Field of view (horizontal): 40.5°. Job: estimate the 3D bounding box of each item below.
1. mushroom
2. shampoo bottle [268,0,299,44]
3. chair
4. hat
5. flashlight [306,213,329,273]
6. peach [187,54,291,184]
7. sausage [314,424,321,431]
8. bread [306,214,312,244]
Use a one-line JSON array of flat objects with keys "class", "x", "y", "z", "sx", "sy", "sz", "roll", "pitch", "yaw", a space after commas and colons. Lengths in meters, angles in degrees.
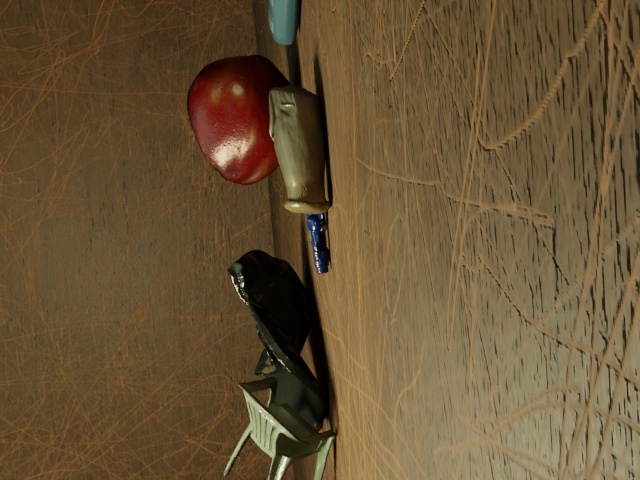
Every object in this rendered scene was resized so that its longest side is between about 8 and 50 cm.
[{"class": "mushroom", "x": -0.036, "y": -0.167, "z": 1.512, "sx": 0.108, "sy": 0.096, "sz": 0.247, "roll": -23, "pitch": 74, "yaw": 57}, {"class": "shampoo bottle", "x": -0.069, "y": -0.493, "z": 1.668, "sx": 0.258, "sy": 0.061, "sz": 0.104, "roll": 98, "pitch": 166, "yaw": -67}, {"class": "chair", "x": -0.093, "y": 0.417, "z": 1.821, "sx": 0.203, "sy": 0.190, "sz": 0.275, "roll": 35, "pitch": 123, "yaw": 33}, {"class": "hat", "x": -0.061, "y": 0.223, "z": 2.006, "sx": 0.381, "sy": 0.257, "sz": 0.366, "roll": 31, "pitch": 148, "yaw": 33}, {"class": "flashlight", "x": 0.000, "y": 0.000, "z": 1.597, "sx": 0.057, "sy": 0.035, "sz": 0.121, "roll": 5, "pitch": 106, "yaw": 59}, {"class": "peach", "x": -0.160, "y": -0.261, "z": 1.893, "sx": 0.245, "sy": 0.248, "sz": 0.275, "roll": -20, "pitch": 74, "yaw": 57}, {"class": "sausage", "x": -0.015, "y": 0.419, "z": 2.062, "sx": 0.131, "sy": 0.039, "sz": 0.041, "roll": 92, "pitch": 172, "yaw": -57}, {"class": "bread", "x": -0.015, "y": -0.069, "z": 1.688, "sx": 0.068, "sy": 0.028, "sz": 0.154, "roll": 92, "pitch": 171, "yaw": -49}]
